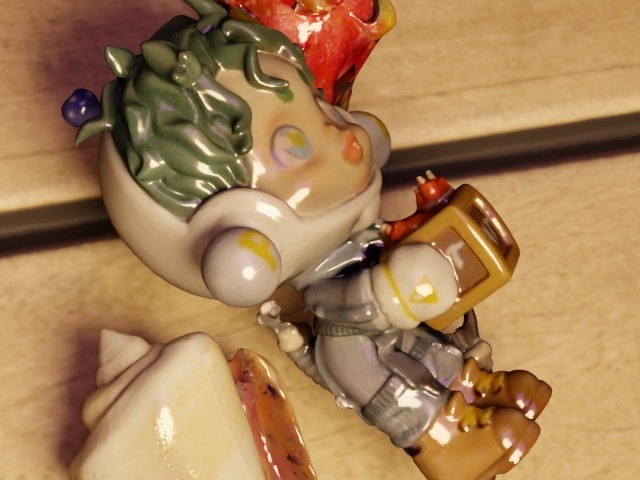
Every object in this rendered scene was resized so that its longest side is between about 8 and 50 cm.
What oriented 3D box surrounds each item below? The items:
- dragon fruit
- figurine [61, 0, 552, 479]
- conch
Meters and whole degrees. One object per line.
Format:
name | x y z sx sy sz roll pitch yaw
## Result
dragon fruit | -0.016 -0.157 1.209 0.150 0.133 0.208 3 85 9
figurine | 0.000 0.000 1.071 0.382 0.261 0.186 44 105 -2
conch | -0.086 0.169 1.078 0.158 0.127 0.255 -36 109 -60
